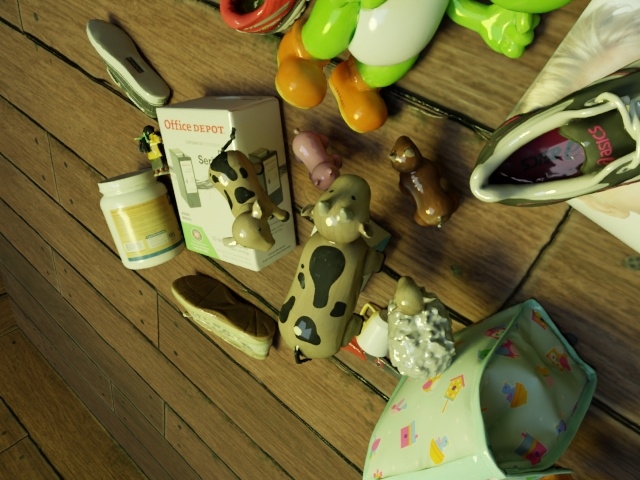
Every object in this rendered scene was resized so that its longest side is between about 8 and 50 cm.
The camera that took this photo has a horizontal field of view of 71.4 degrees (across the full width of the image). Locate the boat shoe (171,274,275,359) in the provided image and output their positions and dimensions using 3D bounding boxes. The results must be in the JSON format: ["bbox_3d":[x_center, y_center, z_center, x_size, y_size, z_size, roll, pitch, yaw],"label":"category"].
[{"bbox_3d":[-0.229,0.172,1.009,0.285,0.104,0.089,28,126,26],"label":"boat shoe"}]

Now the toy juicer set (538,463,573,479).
[{"bbox_3d":[0.280,0.334,0.572,0.209,0.329,0.089,100,170,-64],"label":"toy juicer set"}]

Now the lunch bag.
[{"bbox_3d":[0.188,0.221,0.561,0.160,0.262,0.223,51,135,7],"label":"lunch bag"}]

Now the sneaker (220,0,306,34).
[{"bbox_3d":[-0.036,-0.359,0.540,0.107,0.118,0.279,53,136,4],"label":"sneaker"}]

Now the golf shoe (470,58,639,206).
[{"bbox_3d":[0.237,-0.082,0.306,0.273,0.120,0.105,-25,93,44],"label":"golf shoe"}]

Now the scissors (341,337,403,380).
[{"bbox_3d":[0.092,0.215,0.818,0.297,0.021,0.109,44,132,13],"label":"scissors"}]

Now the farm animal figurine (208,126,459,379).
[{"bbox_3d":[0.000,0.000,0.562,0.330,0.172,0.327,1,88,20],"label":"farm animal figurine"}]

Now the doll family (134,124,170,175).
[{"bbox_3d":[-0.318,-0.195,0.912,0.193,0.076,0.111,-4,105,37],"label":"doll family"}]

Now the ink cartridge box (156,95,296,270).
[{"bbox_3d":[-0.162,-0.107,0.789,0.198,0.115,0.273,13,121,36],"label":"ink cartridge box"}]

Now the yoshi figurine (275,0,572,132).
[{"bbox_3d":[0.116,-0.236,0.440,0.203,0.203,0.362,45,134,-10],"label":"yoshi figurine"}]

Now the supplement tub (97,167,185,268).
[{"bbox_3d":[-0.404,-0.051,1.009,0.144,0.144,0.200,4,115,40],"label":"supplement tub"}]

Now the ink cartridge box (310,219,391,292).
[{"bbox_3d":[0.029,0.036,0.740,0.104,0.061,0.181,38,133,19],"label":"ink cartridge box"}]

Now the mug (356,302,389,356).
[{"bbox_3d":[0.094,0.146,0.748,0.078,0.062,0.064,32,123,15],"label":"mug"}]

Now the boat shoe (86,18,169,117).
[{"bbox_3d":[-0.391,-0.341,0.888,0.219,0.078,0.070,51,134,4],"label":"boat shoe"}]

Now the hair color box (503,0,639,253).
[{"bbox_3d":[0.347,-0.059,0.381,0.347,0.105,0.174,41,133,17],"label":"hair color box"}]
